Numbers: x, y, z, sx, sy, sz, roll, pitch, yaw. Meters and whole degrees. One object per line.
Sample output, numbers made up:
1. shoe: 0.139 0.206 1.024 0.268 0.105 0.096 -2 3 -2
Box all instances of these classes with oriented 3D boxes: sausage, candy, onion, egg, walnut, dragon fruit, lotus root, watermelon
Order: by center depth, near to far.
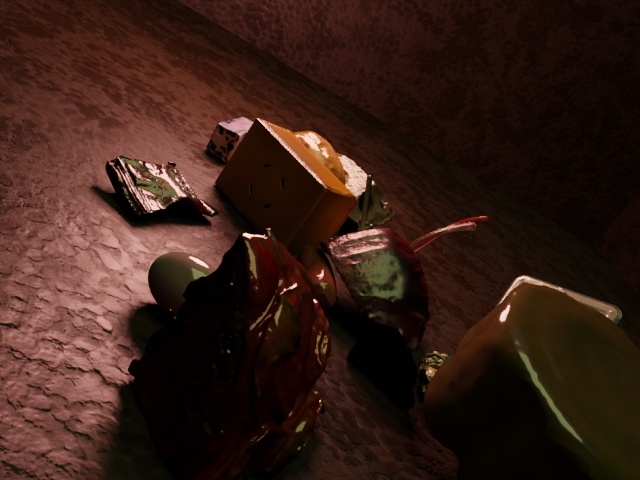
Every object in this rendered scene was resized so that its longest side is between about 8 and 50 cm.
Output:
1. dragon fruit: -0.040 0.180 1.026 0.329 0.286 0.228 25 17 -47
2. egg: -0.213 0.075 1.188 0.135 0.103 0.103 36 20 7
3. watermelon: 0.124 0.225 1.396 0.121 0.098 0.158 24 27 -25
4. sausage: -0.007 0.073 1.554 0.077 0.077 0.194 26 21 -23
5. onion: 0.164 0.096 1.610 0.280 0.146 0.314 56 13 28
6. candy: 0.099 -0.045 1.711 0.083 0.305 0.091 14 50 8
7. walnut: -0.037 -0.168 1.881 0.195 0.195 0.221 12 36 -46
8. candy: -0.226 -0.263 1.939 0.073 0.092 0.160 32 22 7
9. lotus root: 0.049 -0.143 2.058 0.314 0.142 0.210 44 -8 44

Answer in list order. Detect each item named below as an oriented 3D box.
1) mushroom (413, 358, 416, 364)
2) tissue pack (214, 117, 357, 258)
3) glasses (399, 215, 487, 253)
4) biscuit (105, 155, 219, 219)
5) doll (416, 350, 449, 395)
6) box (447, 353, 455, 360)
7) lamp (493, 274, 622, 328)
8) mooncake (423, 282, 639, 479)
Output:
1. mushroom: 0.171 0.253 1.504 0.049 0.019 0.101 35 20 2
2. tissue pack: -0.077 -0.116 1.694 0.145 0.194 0.274 6 35 -52
3. glasses: 0.286 -0.016 1.947 0.118 0.268 0.234 58 23 8
4. biscuit: -0.315 -0.104 1.491 0.151 0.063 0.235 55 21 18
5. doll: 0.209 0.271 1.480 0.077 0.078 0.113 -4 16 43
6. box: 0.346 0.332 1.473 0.226 0.042 0.160 28 46 -28
7. lamp: 0.491 0.217 1.658 0.269 0.266 0.047 21 -26 42
8. mooncake: 0.418 0.315 1.295 0.467 0.262 0.467 24 38 -21
